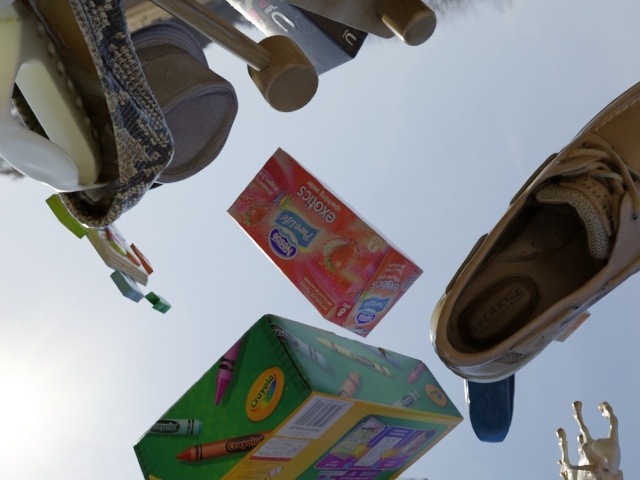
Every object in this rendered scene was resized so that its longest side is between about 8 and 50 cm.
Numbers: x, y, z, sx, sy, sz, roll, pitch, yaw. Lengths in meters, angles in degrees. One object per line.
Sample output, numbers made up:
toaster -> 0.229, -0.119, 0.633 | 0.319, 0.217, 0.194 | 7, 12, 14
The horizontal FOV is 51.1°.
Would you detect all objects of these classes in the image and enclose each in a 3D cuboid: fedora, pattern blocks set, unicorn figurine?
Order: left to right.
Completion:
pattern blocks set -> -0.361, -0.010, 1.126 | 0.026, 0.325, 0.285 | -40, 166, -2
fedora -> -0.216, -0.183, 0.992 | 0.124, 0.244, 0.275 | 22, -133, 30
unicorn figurine -> 0.274, 0.220, 0.675 | 0.060, 0.162, 0.111 | -9, -141, 14

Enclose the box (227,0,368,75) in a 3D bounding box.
box -> -0.038, -0.484, 1.356 | 0.165, 0.270, 0.143 | -2, -124, 61

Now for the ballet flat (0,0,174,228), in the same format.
ballet flat -> -0.253, -0.184, 0.589 | 0.163, 0.483, 0.182 | 7, -127, 13

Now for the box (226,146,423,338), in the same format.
box -> 0.000, 0.000, 1.106 | 0.154, 0.142, 0.300 | -49, -127, 6

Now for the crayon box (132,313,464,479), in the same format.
crayon box -> -0.003, 0.172, 0.605 | 0.165, 0.278, 0.081 | -45, -126, 14

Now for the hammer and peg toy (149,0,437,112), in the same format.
hammer and peg toy -> 0.009, -0.252, 0.527 | 0.265, 0.127, 0.361 | 4, 132, -45

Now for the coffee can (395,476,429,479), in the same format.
coffee can -> -0.013, 0.373, 0.796 | 0.275, 0.202, 0.201 | -1, -153, 17

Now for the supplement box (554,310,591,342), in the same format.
supplement box -> 0.329, 0.108, 0.952 | 0.062, 0.098, 0.036 | -55, -137, 26

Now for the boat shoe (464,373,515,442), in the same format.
boat shoe -> 0.262, 0.184, 1.070 | 0.108, 0.259, 0.089 | 8, 178, 16

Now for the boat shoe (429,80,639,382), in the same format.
boat shoe -> 0.223, -0.018, 0.545 | 0.341, 0.121, 0.110 | -49, 161, -1
